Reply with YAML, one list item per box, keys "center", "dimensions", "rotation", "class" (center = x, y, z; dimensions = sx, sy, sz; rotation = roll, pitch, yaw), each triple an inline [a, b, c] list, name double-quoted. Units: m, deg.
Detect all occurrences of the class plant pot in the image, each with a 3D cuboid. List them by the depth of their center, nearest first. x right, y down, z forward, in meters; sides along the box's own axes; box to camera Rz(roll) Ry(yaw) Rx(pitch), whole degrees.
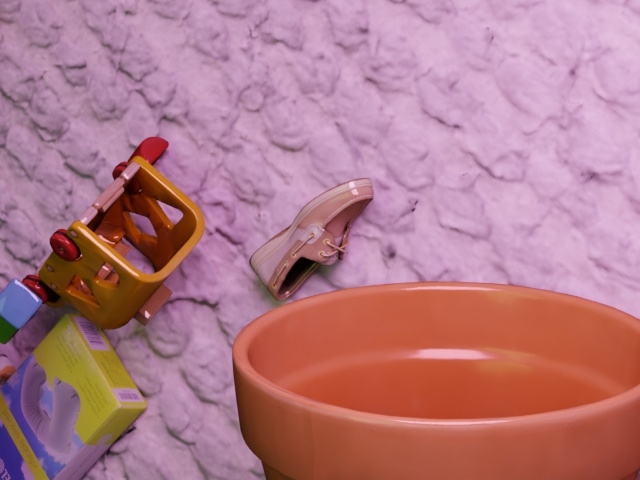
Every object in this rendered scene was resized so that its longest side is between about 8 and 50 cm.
- center: [0.086, 0.164, 1.298]
  dimensions: [0.291, 0.291, 0.203]
  rotation: [13, 110, 37]
  class: "plant pot"

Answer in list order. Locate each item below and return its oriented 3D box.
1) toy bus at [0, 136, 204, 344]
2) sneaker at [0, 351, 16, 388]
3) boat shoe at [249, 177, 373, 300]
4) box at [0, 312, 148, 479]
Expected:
- center: [-0.172, 0.021, 1.590]
  dimensions: [0.104, 0.202, 0.191]
  rotation: [41, 104, -2]
  class: "toy bus"
- center: [-0.305, 0.137, 1.736]
  dimensions: [0.083, 0.032, 0.037]
  rotation: [-49, 46, 18]
  class: "sneaker"
- center: [0.000, 0.000, 1.504]
  dimensions: [0.135, 0.050, 0.045]
  rotation: [-42, 66, 38]
  class: "boat shoe"
- center: [-0.238, 0.161, 1.672]
  dimensions: [0.178, 0.042, 0.109]
  rotation: [-47, 61, 23]
  class: "box"
